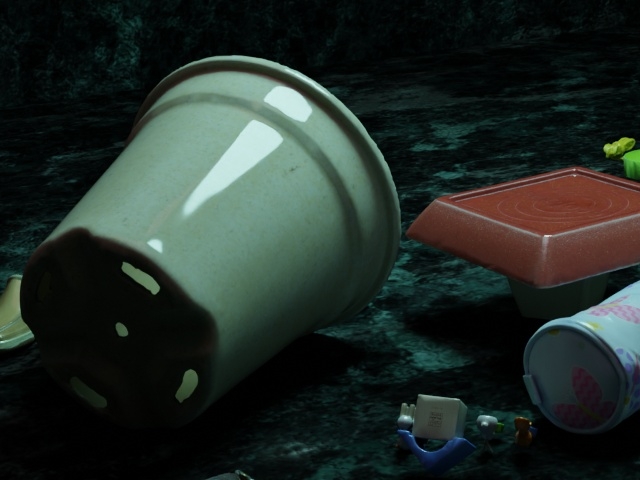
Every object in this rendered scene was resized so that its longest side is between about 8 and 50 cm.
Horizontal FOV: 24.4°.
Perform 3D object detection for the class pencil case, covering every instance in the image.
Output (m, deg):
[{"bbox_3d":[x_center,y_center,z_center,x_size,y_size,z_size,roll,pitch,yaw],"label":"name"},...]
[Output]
[{"bbox_3d":[0.314,0.093,1.426,0.124,0.113,0.273,-1,14,45],"label":"pencil case"}]

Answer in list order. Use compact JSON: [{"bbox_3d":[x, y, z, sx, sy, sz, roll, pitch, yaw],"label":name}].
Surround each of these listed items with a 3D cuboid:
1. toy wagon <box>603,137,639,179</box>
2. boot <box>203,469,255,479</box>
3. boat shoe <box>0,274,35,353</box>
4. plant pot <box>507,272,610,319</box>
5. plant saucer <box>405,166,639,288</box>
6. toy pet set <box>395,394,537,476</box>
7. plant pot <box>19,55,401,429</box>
[{"bbox_3d":[0.560,-0.094,2.071,0.344,0.068,0.267,10,21,41],"label":"toy wagon"},{"bbox_3d":[-0.007,0.220,1.123,0.263,0.091,0.229,-18,22,-32],"label":"boot"},{"bbox_3d":[-0.356,0.075,1.736,0.068,0.072,0.190,0,17,14],"label":"boat shoe"},{"bbox_3d":[0.271,0.033,1.666,0.109,0.096,0.109,5,20,28],"label":"plant pot"},{"bbox_3d":[0.264,-0.025,1.613,0.259,0.047,0.258,-14,19,-26],"label":"plant saucer"},{"bbox_3d":[0.121,0.182,1.313,0.122,0.065,0.114,4,-16,19],"label":"toy pet set"},{"bbox_3d":[-0.131,0.021,1.503,0.334,0.333,0.305,4,29,28],"label":"plant pot"}]
